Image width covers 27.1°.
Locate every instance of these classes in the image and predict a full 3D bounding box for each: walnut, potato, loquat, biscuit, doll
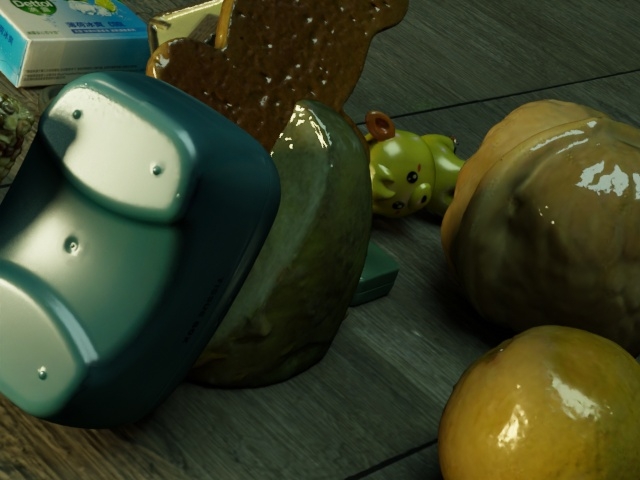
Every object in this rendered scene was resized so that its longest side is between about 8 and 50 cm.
[{"bbox_3d":[0.275,-0.014,1.484,0.285,0.285,0.296,5,28,-27],"label":"walnut"},{"bbox_3d":[-0.019,-0.002,1.276,0.112,0.255,0.269,32,31,20],"label":"potato"},{"bbox_3d":[0.208,0.180,1.186,0.208,0.208,0.208,16,30,-10],"label":"loquat"},{"bbox_3d":[-0.064,-0.155,1.453,0.283,0.432,0.064,24,-18,-28],"label":"biscuit"},{"bbox_3d":[0.091,-0.088,1.617,0.220,0.143,0.135,5,35,-40],"label":"doll"}]

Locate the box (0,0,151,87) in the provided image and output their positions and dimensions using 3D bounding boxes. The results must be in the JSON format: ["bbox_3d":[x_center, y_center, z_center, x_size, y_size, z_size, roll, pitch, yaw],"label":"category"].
[{"bbox_3d":[-0.326,-0.261,1.679,0.194,0.073,0.139,-10,43,-43],"label":"box"}]

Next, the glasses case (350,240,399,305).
[{"bbox_3d":[0.000,0.000,1.500,0.184,0.039,0.077,39,34,27],"label":"glasses case"}]

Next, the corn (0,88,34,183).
[{"bbox_3d":[-0.337,-0.026,1.087,0.098,0.290,0.098,35,26,-20],"label":"corn"}]

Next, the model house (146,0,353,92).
[{"bbox_3d":[-0.134,-0.238,1.658,0.278,0.218,0.205,28,69,43],"label":"model house"}]

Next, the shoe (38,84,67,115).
[{"bbox_3d":[-0.223,-0.130,1.518,0.108,0.093,0.241,-13,46,-43],"label":"shoe"}]

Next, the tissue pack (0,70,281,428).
[{"bbox_3d":[-0.165,0.010,1.136,0.198,0.287,0.206,32,8,21],"label":"tissue pack"}]
